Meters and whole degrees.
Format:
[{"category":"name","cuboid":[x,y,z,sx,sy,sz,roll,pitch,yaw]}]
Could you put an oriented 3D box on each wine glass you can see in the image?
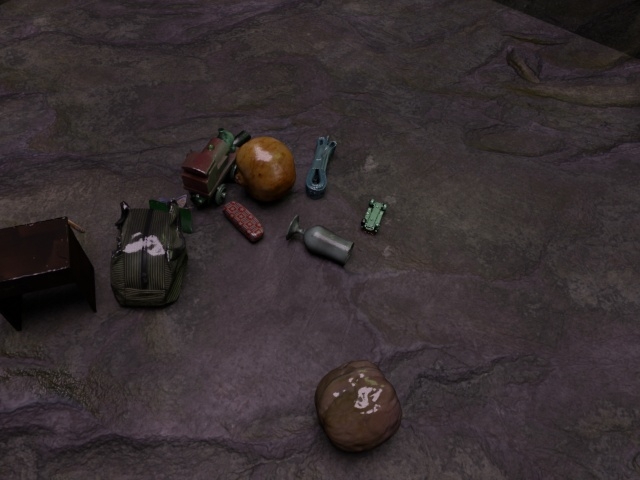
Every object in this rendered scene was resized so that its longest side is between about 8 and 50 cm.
[{"category":"wine glass","cuboid":[0.000,0.000,1.824,0.231,0.103,0.103,25,57,10]}]

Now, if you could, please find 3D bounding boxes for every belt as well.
[{"category":"belt","cuboid":[0.004,-0.297,2.059,0.088,0.072,0.302,9,56,7]}]

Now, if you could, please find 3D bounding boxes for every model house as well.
[{"category":"model house","cuboid":[-0.531,-0.110,1.873,0.167,0.117,0.088,13,38,6]}]

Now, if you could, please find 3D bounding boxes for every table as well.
[{"category":"table","cuboid":[-0.857,0.107,1.575,0.251,0.282,0.196,-14,57,-13]}]

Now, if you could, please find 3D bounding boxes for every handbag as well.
[{"category":"handbag","cuboid":[-0.566,0.030,1.682,0.248,0.240,0.340,-1,53,-10]}]

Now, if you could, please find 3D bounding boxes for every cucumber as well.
[{"category":"cucumber","cuboid":[-0.337,-0.414,2.130,0.048,0.048,0.105,32,60,18]}]

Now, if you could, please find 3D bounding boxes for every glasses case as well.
[{"category":"glasses case","cuboid":[-0.281,-0.070,1.886,0.073,0.049,0.194,-34,63,-26]}]

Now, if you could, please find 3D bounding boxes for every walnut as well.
[{"category":"walnut","cuboid":[0.098,0.461,1.424,0.249,0.248,0.248,2,54,-3]}]

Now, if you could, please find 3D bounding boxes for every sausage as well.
[{"category":"sausage","cuboid":[-0.890,-0.055,1.852,0.100,0.015,0.015,28,57,15]}]

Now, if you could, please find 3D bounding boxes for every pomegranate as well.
[{"category":"pomegranate","cuboid":[-0.209,-0.265,1.922,0.249,0.248,0.248,2,54,-3]}]

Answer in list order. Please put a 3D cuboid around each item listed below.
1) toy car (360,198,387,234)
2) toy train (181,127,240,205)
[{"category":"toy car","cuboid":[0.202,-0.091,1.935,0.073,0.054,0.143,16,53,10]},{"category":"toy train","cuboid":[-0.401,-0.281,1.923,0.150,0.221,0.304,18,56,9]}]
